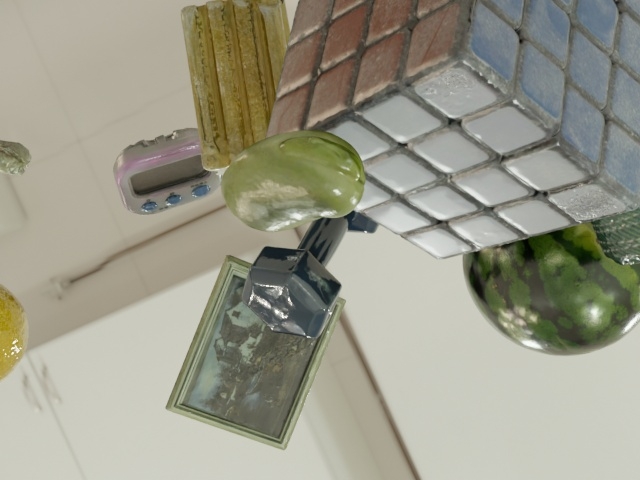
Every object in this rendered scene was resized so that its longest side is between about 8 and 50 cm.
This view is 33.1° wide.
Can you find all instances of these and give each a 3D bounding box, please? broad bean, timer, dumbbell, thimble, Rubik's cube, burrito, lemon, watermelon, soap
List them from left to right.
[{"bbox_3d":[-0.566,0.152,1.735,0.187,0.186,0.244,-25,164,-28],"label":"lemon"},{"bbox_3d":[-0.526,-0.137,1.668,0.042,0.051,0.171,-21,159,34],"label":"burrito"},{"bbox_3d":[-0.294,-0.134,2.092,0.209,0.069,0.190,-17,150,-9],"label":"timer"},{"bbox_3d":[-0.120,-0.255,1.752,0.174,0.274,0.089,-9,175,11],"label":"soap"},{"bbox_3d":[-0.031,-0.062,1.182,0.175,0.124,0.082,-16,-135,27],"label":"broad bean"},{"bbox_3d":[0.000,0.001,1.701,0.144,0.156,0.316,-26,-154,46],"label":"dumbbell"},{"bbox_3d":[0.179,-0.212,1.336,0.344,0.337,0.344,-18,-130,47],"label":"Rubik's cube"},{"bbox_3d":[0.366,0.037,1.633,0.285,0.285,0.285,-24,-179,1],"label":"watermelon"},{"bbox_3d":[0.417,-0.026,1.393,0.118,0.090,0.135,-22,-176,-27],"label":"thimble"}]

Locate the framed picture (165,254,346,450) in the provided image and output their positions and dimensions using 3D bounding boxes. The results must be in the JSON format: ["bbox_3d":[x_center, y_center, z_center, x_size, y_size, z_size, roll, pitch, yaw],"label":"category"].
[{"bbox_3d":[-0.111,0.200,1.882,0.232,0.296,0.019,21,-177,-11],"label":"framed picture"}]
